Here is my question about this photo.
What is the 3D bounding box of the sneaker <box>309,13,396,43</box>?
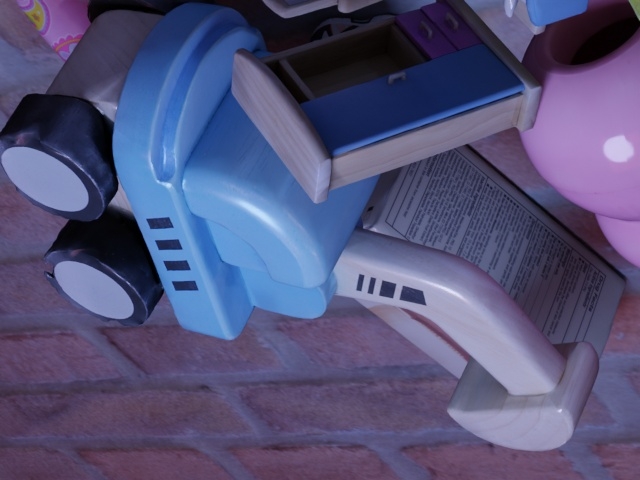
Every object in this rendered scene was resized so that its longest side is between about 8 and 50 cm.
[{"bbox_3d":[0.030,-0.180,1.683,0.109,0.044,0.040,-4,142,40],"label":"sneaker"}]

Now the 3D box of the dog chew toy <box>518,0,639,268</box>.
[{"bbox_3d":[0.301,-0.063,1.515,0.206,0.207,0.332,-6,136,40],"label":"dog chew toy"}]

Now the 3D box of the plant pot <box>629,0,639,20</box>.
[{"bbox_3d":[0.295,-0.251,1.151,0.276,0.254,0.276,16,138,15],"label":"plant pot"}]

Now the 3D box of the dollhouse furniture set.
[{"bbox_3d":[0.038,-0.236,1.350,0.286,0.198,0.303,53,151,35],"label":"dollhouse furniture set"}]

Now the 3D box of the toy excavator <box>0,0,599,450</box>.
[{"bbox_3d":[0.000,0.000,1.570,0.445,0.222,0.433,13,145,25],"label":"toy excavator"}]

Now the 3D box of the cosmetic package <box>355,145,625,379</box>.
[{"bbox_3d":[0.145,0.029,1.824,0.296,0.153,0.129,39,147,-21],"label":"cosmetic package"}]

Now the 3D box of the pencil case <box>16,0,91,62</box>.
[{"bbox_3d":[-0.183,-0.197,1.731,0.124,0.124,0.284,-7,138,40],"label":"pencil case"}]
